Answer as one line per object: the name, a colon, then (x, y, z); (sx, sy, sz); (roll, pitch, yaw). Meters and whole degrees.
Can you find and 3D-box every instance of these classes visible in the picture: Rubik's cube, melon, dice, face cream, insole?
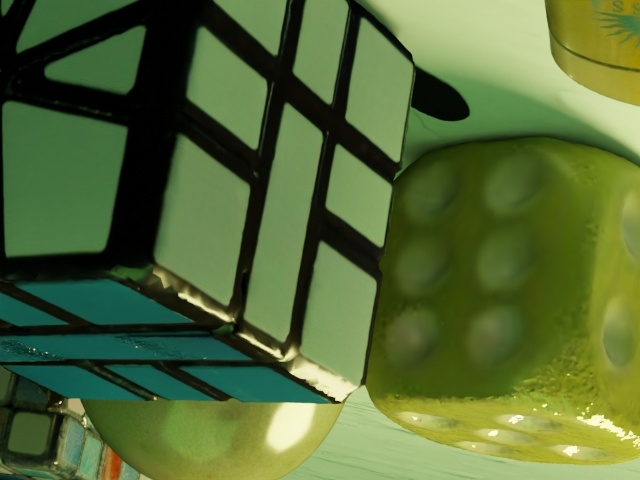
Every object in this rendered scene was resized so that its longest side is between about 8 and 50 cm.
Rubik's cube: (-0.130, -0.056, 1.068); (0.288, 0.293, 0.283); (-5, 159, 32)
melon: (-0.092, 0.054, 1.346); (0.268, 0.330, 0.268); (-1, -176, 0)
dice: (0.183, 0.058, 1.337); (0.227, 0.238, 0.233); (-4, 158, 36)
face cream: (0.206, -0.163, 0.941); (0.139, 0.067, 0.285); (7, 162, 14)
Rubik's cube: (-0.344, 0.134, 1.723); (0.293, 0.287, 0.292); (3, 162, 19)
insole: (0.071, -0.125, 1.216); (0.053, 0.002, 0.152); (-8, 156, 40)

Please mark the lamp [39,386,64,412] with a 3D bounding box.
lamp: (-0.254, 0.039, 1.452); (0.118, 0.253, 0.118); (11, 146, 7)
